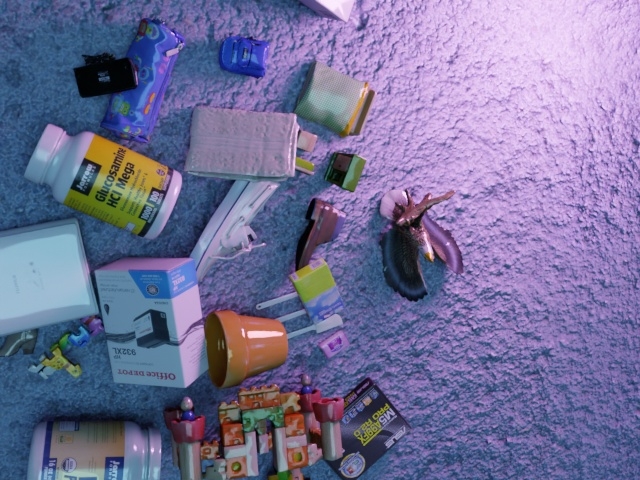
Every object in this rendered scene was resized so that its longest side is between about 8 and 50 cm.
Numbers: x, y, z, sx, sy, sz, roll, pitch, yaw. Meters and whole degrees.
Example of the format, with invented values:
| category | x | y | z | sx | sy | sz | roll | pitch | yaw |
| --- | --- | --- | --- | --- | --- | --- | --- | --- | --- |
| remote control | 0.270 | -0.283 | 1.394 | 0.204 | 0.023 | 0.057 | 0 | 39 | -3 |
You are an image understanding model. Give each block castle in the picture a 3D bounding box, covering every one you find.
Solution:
| category | x | y | z | sx | sy | sz | roll | pitch | yaw |
| --- | --- | --- | --- | --- | --- | --- | --- | --- | --- |
| block castle | -0.181 | 0.488 | 1.804 | 0.452 | 0.303 | 0.213 | -3 | 84 | -17 |

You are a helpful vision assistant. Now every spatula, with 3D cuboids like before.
| category | x | y | z | sx | sy | sz | roll | pitch | yaw |
| --- | --- | --- | --- | --- | --- | --- | --- | --- | --- |
| spatula | -0.062 | 0.206 | 1.947 | 0.241 | 0.019 | 0.168 | -17 | 111 | -13 |

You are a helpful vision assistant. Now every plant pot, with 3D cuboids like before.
| category | x | y | z | sx | sy | sz | roll | pitch | yaw |
| --- | --- | --- | --- | --- | --- | --- | --- | --- | --- |
| plant pot | -0.198 | 0.287 | 1.827 | 0.187 | 0.205 | 0.205 | -3 | 102 | -27 |

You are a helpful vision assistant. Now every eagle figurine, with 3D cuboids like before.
| category | x | y | z | sx | sy | sz | roll | pitch | yaw |
| --- | --- | --- | --- | --- | --- | --- | --- | --- | --- |
| eagle figurine | 0.288 | 0.008 | 1.953 | 0.226 | 0.225 | 0.298 | 3 | 141 | 20 |

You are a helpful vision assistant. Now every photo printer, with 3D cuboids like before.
| category | x | y | z | sx | sy | sz | roll | pitch | yaw |
| --- | --- | --- | --- | --- | --- | --- | --- | --- | --- |
| photo printer | -0.725 | 0.094 | 1.651 | 0.307 | 0.107 | 0.256 | -12 | 99 | -15 |

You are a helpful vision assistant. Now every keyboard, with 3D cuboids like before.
| category | x | y | z | sx | sy | sz | roll | pitch | yaw |
| --- | --- | --- | --- | --- | --- | --- | --- | --- | --- |
| keyboard | -0.509 | -0.402 | 1.610 | 0.192 | 0.038 | 0.100 | -1 | 106 | 28 |

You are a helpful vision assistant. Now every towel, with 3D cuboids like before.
| category | x | y | z | sx | sy | sz | roll | pitch | yaw |
| --- | --- | --- | --- | --- | --- | --- | --- | --- | --- |
| towel | -0.199 | -0.248 | 1.727 | 0.282 | 0.049 | 0.187 | 5 | 74 | -2 |

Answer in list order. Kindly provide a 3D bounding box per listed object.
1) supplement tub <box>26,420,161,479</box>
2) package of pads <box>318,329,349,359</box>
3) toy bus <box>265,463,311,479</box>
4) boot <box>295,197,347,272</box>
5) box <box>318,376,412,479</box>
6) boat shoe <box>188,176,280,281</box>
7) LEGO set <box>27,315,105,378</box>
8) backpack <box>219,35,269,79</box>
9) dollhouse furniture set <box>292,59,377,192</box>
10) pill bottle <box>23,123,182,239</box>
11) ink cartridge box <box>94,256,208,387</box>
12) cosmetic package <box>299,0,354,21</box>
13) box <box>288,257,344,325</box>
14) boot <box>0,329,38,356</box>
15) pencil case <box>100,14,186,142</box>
| category | x | y | z | sx | sy | sz | roll | pitch | yaw |
| --- | --- | --- | --- | --- | --- | --- | --- | --- | --- |
| supplement tub | -0.584 | 0.585 | 1.743 | 0.316 | 0.228 | 0.229 | 5 | 100 | -19 |
| package of pads | 0.039 | 0.308 | 1.991 | 0.083 | 0.032 | 0.050 | -33 | 111 | -9 |
| toy bus | -0.108 | 0.714 | 1.987 | 0.104 | 0.202 | 0.191 | -12 | 115 | 16 |
| boot | 0.000 | 0.000 | 1.888 | 0.106 | 0.082 | 0.219 | 15 | 95 | -18 |
| box | 0.116 | 0.585 | 2.060 | 0.270 | 0.060 | 0.216 | -40 | 110 | -6 |
| boat shoe | -0.219 | -0.017 | 1.780 | 0.156 | 0.136 | 0.367 | 32 | 84 | -4 |
| LEGO set | -0.639 | 0.292 | 1.739 | 0.227 | 0.087 | 0.093 | -43 | 110 | -4 |
| backpack | -0.196 | -0.475 | 1.715 | 0.120 | 0.101 | 0.098 | 8 | 92 | -16 |
| dollhouse furniture set | 0.034 | -0.309 | 1.795 | 0.197 | 0.151 | 0.302 | 19 | 95 | -21 |
| pill bottle | -0.523 | -0.146 | 1.628 | 0.333 | 0.188 | 0.188 | 24 | 93 | -21 |
| ink cartridge box | -0.427 | 0.206 | 1.713 | 0.223 | 0.129 | 0.308 | 0 | 104 | 20 |
| cosmetic package | -0.023 | -0.742 | 1.624 | 0.377 | 0.097 | 0.285 | 14 | 100 | -52 |
| box | -0.007 | 0.145 | 1.897 | 0.109 | 0.042 | 0.178 | -29 | 127 | -9 |
| boot | -0.782 | 0.250 | 1.711 | 0.118 | 0.042 | 0.087 | -4 | 96 | -18 |
| pencil case | -0.427 | -0.388 | 1.642 | 0.119 | 0.133 | 0.306 | 14 | 100 | -61 |
